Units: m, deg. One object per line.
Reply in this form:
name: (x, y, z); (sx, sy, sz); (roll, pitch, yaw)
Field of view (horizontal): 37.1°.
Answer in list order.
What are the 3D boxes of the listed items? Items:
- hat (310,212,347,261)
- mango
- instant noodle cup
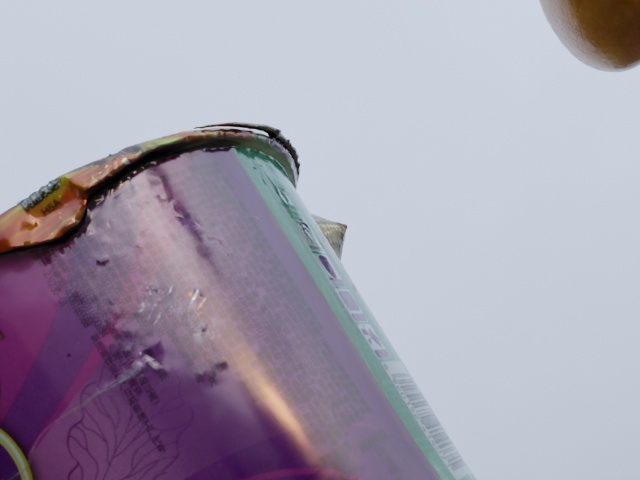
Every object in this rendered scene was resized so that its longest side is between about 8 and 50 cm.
hat: (0.000, 0.000, 1.002); (0.067, 0.146, 0.146); (-30, -27, -11)
mango: (0.292, -0.244, 0.982); (0.112, 0.145, 0.219); (-46, -24, 1)
instant noodle cup: (-0.057, 0.098, 0.454); (0.251, 0.190, 0.251); (-34, -18, -13)
